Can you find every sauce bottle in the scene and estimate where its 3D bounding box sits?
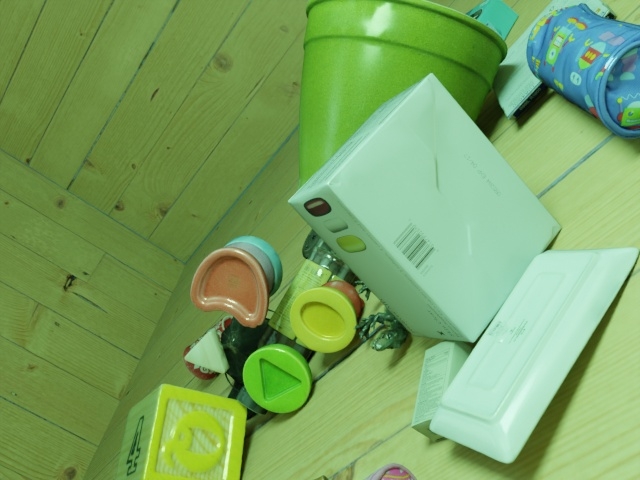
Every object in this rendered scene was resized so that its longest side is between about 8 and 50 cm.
[{"bbox_3d":[-0.054,0.180,1.311,0.344,0.111,0.111,-58,16,-4],"label":"sauce bottle"}]

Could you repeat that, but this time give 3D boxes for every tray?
[{"bbox_3d":[0.222,0.104,0.714,0.270,0.030,0.145,-51,16,-16],"label":"tray"}]

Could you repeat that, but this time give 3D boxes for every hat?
[{"bbox_3d":[-0.166,0.237,1.500,0.331,0.134,0.331,-49,16,20],"label":"hat"}]

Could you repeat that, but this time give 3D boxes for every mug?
[{"bbox_3d":[-0.280,0.278,1.804,0.169,0.113,0.150,-44,21,27],"label":"mug"}]

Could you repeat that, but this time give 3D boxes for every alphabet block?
[{"bbox_3d":[-0.277,0.416,1.294,0.197,0.192,0.193,-38,41,46],"label":"alphabet block"}]

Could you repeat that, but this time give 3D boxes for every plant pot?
[{"bbox_3d":[0.109,-0.204,1.187,0.366,0.367,0.352,-158,82,-74],"label":"plant pot"}]

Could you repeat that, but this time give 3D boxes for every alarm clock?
[{"bbox_3d":[0.000,0.000,1.620,0.129,0.064,0.192,-62,13,-20],"label":"alarm clock"}]

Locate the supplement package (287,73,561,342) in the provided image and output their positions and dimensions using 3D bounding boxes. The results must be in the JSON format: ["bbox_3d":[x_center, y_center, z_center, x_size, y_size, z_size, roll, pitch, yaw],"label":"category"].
[{"bbox_3d":[0.131,-0.033,0.842,0.204,0.262,0.145,-47,11,-18],"label":"supplement package"}]

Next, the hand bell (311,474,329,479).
[{"bbox_3d":[-0.080,0.428,0.962,0.242,0.126,0.126,-40,18,7],"label":"hand bell"}]

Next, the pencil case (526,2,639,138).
[{"bbox_3d":[0.370,-0.234,0.861,0.306,0.120,0.133,-93,15,-65],"label":"pencil case"}]

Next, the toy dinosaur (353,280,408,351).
[{"bbox_3d":[0.111,0.098,1.085,0.118,0.064,0.268,-25,30,37],"label":"toy dinosaur"}]

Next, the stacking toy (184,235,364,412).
[{"bbox_3d":[-0.089,0.150,1.235,0.279,0.309,0.130,-67,-10,22],"label":"stacking toy"}]

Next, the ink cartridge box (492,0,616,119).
[{"bbox_3d":[0.389,-0.319,1.118,0.223,0.045,0.224,-48,18,29],"label":"ink cartridge box"}]

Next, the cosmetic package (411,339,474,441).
[{"bbox_3d":[0.154,0.183,0.813,0.060,0.041,0.115,-38,23,46],"label":"cosmetic package"}]

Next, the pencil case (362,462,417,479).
[{"bbox_3d":[0.016,0.357,0.740,0.284,0.124,0.124,-43,20,36],"label":"pencil case"}]

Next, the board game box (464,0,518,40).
[{"bbox_3d":[0.274,-0.362,1.491,0.336,0.079,0.254,-60,16,-14],"label":"board game box"}]
